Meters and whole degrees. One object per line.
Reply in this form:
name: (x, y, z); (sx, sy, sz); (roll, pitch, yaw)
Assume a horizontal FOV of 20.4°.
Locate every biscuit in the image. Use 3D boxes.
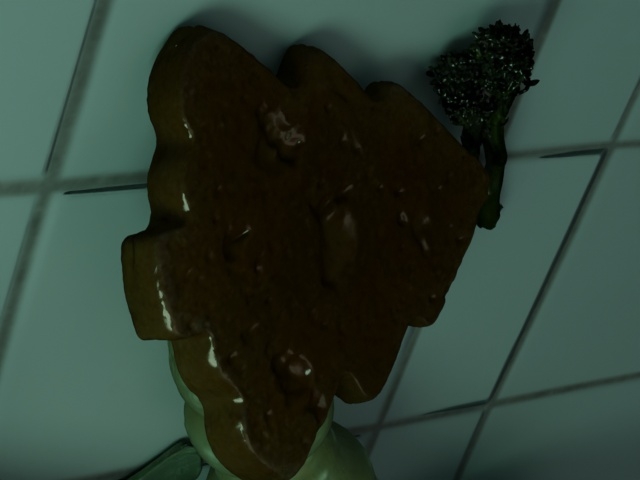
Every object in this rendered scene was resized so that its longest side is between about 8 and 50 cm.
biscuit: (-0.001, 0.000, 1.095); (0.301, 0.043, 0.278); (-13, 100, -44)

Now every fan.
fan: (-0.165, 0.193, 1.219); (0.193, 0.016, 0.038); (-29, 137, -23)

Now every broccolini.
broccolini: (0.107, -0.072, 1.224); (0.074, 0.058, 0.201); (-19, 153, -11)

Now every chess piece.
chess piece: (-0.039, 0.126, 1.196); (0.133, 0.133, 0.243); (-33, 135, -16)
